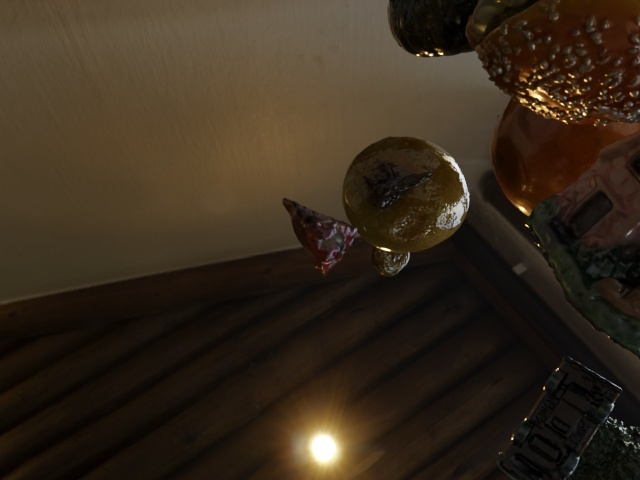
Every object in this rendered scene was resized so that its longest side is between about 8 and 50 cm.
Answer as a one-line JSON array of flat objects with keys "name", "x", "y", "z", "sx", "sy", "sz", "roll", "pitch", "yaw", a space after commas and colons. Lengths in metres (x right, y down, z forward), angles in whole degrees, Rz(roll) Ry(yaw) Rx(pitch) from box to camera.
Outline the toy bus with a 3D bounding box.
[{"name": "toy bus", "x": 0.330, "y": 0.265, "z": 0.797, "sx": 0.091, "sy": 0.103, "sz": 0.182, "roll": 33, "pitch": -97, "yaw": 27}]

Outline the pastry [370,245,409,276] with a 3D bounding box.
[{"name": "pastry", "x": 0.173, "y": 0.035, "z": 1.426, "sx": 0.097, "sy": 0.057, "sz": 0.109, "roll": -7, "pitch": -98, "yaw": -27}]

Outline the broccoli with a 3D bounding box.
[{"name": "broccoli", "x": 0.469, "y": 0.407, "z": 0.947, "sx": 0.298, "sy": 0.297, "sz": 0.297, "roll": 8, "pitch": -167, "yaw": 3}]

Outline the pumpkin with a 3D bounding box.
[{"name": "pumpkin", "x": 0.301, "y": -0.526, "z": 1.288, "sx": 0.321, "sy": 0.192, "sz": 0.320, "roll": -8, "pitch": -157, "yaw": 3}]

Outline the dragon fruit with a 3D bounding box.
[{"name": "dragon fruit", "x": -0.002, "y": 0.003, "z": 0.610, "sx": 0.097, "sy": 0.131, "sz": 0.063, "roll": 23, "pitch": -86, "yaw": -14}]

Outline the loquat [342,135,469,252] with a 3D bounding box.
[{"name": "loquat", "x": 0.157, "y": -0.088, "z": 1.074, "sx": 0.244, "sy": 0.244, "sz": 0.243, "roll": 1, "pitch": -123, "yaw": -2}]

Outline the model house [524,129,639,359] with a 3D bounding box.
[{"name": "model house", "x": 0.424, "y": -0.016, "z": 0.672, "sx": 0.202, "sy": 0.237, "sz": 0.236, "roll": 12, "pitch": -137, "yaw": -25}]

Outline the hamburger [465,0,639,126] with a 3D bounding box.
[{"name": "hamburger", "x": 0.266, "y": -0.206, "z": 0.579, "sx": 0.237, "sy": 0.237, "sz": 0.147, "roll": 33, "pitch": -101, "yaw": 18}]

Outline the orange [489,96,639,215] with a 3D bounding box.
[{"name": "orange", "x": 0.449, "y": -0.170, "z": 0.978, "sx": 0.312, "sy": 0.312, "sz": 0.312, "roll": 1, "pitch": -123, "yaw": -2}]
